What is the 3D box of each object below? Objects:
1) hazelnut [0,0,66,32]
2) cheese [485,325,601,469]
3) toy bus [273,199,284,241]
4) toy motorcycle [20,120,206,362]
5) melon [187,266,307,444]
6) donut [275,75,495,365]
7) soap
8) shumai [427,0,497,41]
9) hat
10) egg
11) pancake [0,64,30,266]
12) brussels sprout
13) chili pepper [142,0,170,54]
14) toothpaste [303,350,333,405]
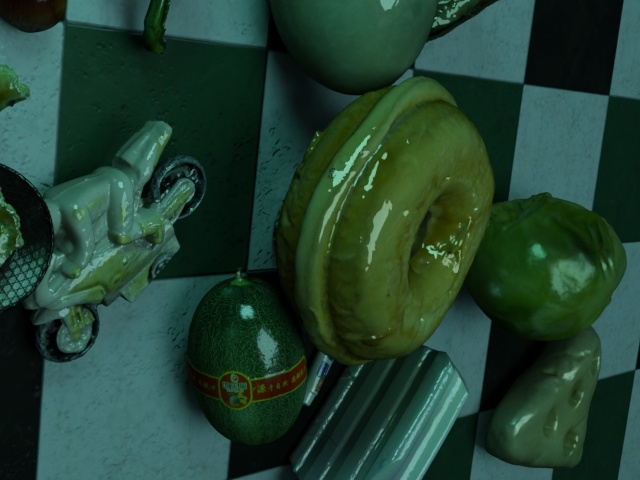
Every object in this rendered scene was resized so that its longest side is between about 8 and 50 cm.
[{"bbox_3d":[-0.352,-0.292,1.202,0.086,0.086,0.086,-14,111,-43],"label":"hazelnut"},{"bbox_3d":[0.494,0.347,2.187,0.328,0.130,0.351,3,99,-47],"label":"cheese"},{"bbox_3d":[0.000,0.000,1.629,0.194,0.087,0.089,28,90,-47],"label":"toy bus"},{"bbox_3d":[-0.295,-0.009,1.309,0.340,0.108,0.223,-52,138,-13],"label":"toy motorcycle"},{"bbox_3d":[-0.111,0.174,1.489,0.182,0.182,0.287,-25,116,-39],"label":"melon"},{"bbox_3d":[0.102,-0.026,1.484,0.449,0.198,0.449,-33,133,-44],"label":"donut"},{"bbox_3d":[0.097,0.340,1.725,0.347,0.208,0.115,-56,133,-19],"label":"soap"},{"bbox_3d":[0.178,-0.445,1.654,0.256,0.189,0.218,-34,106,-16],"label":"shumai"},{"bbox_3d":[-0.420,-0.003,1.209,0.193,0.082,0.193,0,90,-8],"label":"hat"},{"bbox_3d":[0.049,-0.390,1.450,0.258,0.258,0.352,-14,113,-43],"label":"egg"},{"bbox_3d":[-0.437,-0.031,1.133,0.197,0.054,0.376,20,88,-17],"label":"pancake"},{"bbox_3d":[0.434,0.037,1.912,0.344,0.268,0.344,10,59,-17],"label":"brussels sprout"},{"bbox_3d":[-0.187,-0.371,1.286,0.174,0.165,0.261,-10,110,-56],"label":"chili pepper"},{"bbox_3d":[0.014,0.187,1.733,0.052,0.033,0.218,46,64,-46],"label":"toothpaste"}]
